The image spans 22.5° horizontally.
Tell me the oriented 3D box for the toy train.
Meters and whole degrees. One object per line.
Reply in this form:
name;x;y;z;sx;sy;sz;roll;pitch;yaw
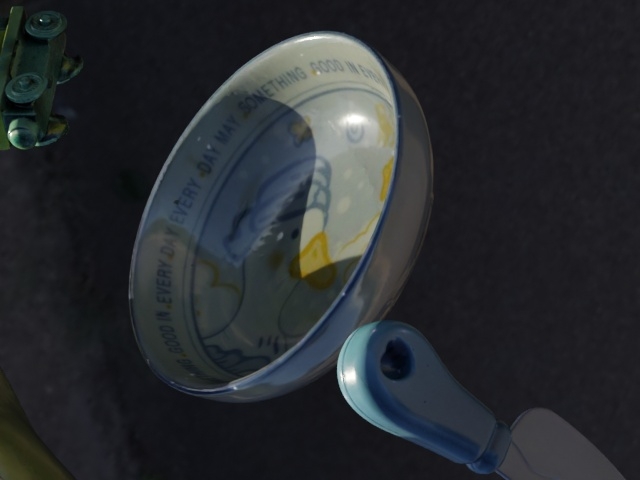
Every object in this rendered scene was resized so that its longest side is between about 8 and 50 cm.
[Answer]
toy train;-0.197;-0.102;1.023;0.081;0.122;0.050;-4;134;4

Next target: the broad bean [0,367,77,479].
broad bean;-0.243;0.175;1.153;0.263;0.121;0.189;47;156;20

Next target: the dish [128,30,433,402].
dish;0.000;0.000;1.144;0.134;0.273;0.273;27;146;-36

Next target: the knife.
knife;0.108;0.111;0.831;0.244;0.058;0.032;33;148;-24

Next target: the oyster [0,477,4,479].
oyster;-0.241;0.223;0.872;0.083;0.214;0.223;17;92;37
